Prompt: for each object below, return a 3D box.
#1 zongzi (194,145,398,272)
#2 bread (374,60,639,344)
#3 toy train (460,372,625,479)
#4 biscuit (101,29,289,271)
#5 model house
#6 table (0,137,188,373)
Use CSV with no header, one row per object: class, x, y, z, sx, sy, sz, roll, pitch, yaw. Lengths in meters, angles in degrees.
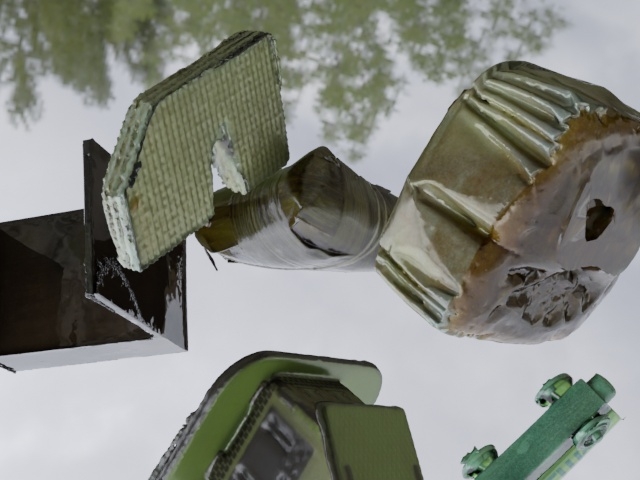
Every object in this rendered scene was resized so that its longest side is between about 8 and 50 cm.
zongzi,0.000,0.000,1.336,0.241,0.248,0.111,28,-116,-34
bread,0.156,-0.021,0.855,0.110,0.192,0.210,39,-163,34
toy train,0.293,0.281,1.576,0.105,0.253,0.157,46,-178,31
biscuit,-0.115,-0.088,1.125,0.046,0.147,0.250,11,-144,31
model house,0.025,0.247,0.970,0.218,0.205,0.279,12,-156,-49
table,-0.320,0.025,1.422,0.251,0.282,0.196,-7,-109,14
